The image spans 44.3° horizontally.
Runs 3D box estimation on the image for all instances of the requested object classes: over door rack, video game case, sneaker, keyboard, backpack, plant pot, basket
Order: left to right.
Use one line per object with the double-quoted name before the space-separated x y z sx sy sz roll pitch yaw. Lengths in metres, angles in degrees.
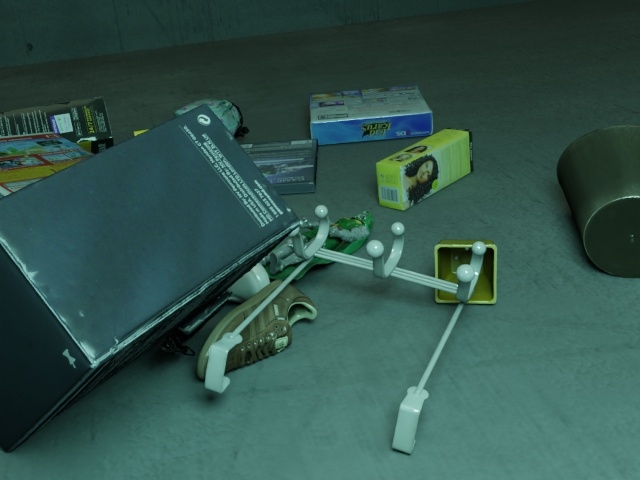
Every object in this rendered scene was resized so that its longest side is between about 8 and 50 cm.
"video game case" -0.385 -0.092 1.110 0.285 0.025 0.204 27 27 32
"keyboard" -0.145 0.110 0.955 0.100 0.038 0.192 -37 -1 -13
"backpack" -0.252 -0.249 1.712 0.152 0.115 0.182 -15 17 11
"sneaker" -0.158 0.063 1.101 0.094 0.080 0.212 -31 25 -37
"sneaker" -0.075 0.114 0.976 0.071 0.066 0.188 27 44 20
"video game case" -0.105 -0.150 1.603 0.196 0.026 0.274 -4 25 3
"over door rack" 0.047 0.069 0.918 0.240 0.108 0.324 14 37 17
"video game case" 0.109 -0.294 1.828 0.270 0.061 0.244 -5 26 1
"plant pot" 0.201 0.036 1.081 0.081 0.081 0.083 0 13 12
"basket" 0.449 -0.057 1.151 0.205 0.154 0.227 2 29 18

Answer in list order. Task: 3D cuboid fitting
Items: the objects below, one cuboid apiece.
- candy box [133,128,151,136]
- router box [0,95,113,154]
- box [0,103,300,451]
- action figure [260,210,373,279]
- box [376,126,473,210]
"candy box" -0.264 -0.122 1.380 0.105 0.206 0.027 -10 56 -13
"router box" -0.499 -0.147 1.416 0.243 0.081 0.309 -13 -10 -15
"box" -0.232 0.039 0.849 0.294 0.182 0.296 -38 -1 -45
"action figure" 0.000 0.000 1.220 0.137 0.063 0.232 15 28 43
"box" 0.196 -0.135 1.439 0.058 0.087 0.232 14 32 39
